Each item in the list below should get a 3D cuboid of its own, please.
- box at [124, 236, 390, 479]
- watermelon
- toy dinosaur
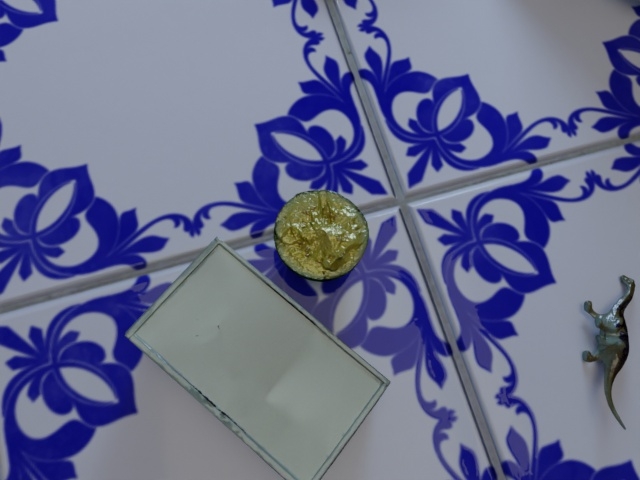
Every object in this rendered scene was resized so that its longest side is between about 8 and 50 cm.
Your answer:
[{"bbox_3d":[-0.061,0.123,0.523,0.225,0.086,0.129,39,74,7],"label":"box"},{"bbox_3d":[0.000,0.000,0.574,0.105,0.062,0.106,1,66,-3],"label":"watermelon"},{"bbox_3d":[0.324,0.114,0.581,0.058,0.037,0.181,18,73,6],"label":"toy dinosaur"}]
